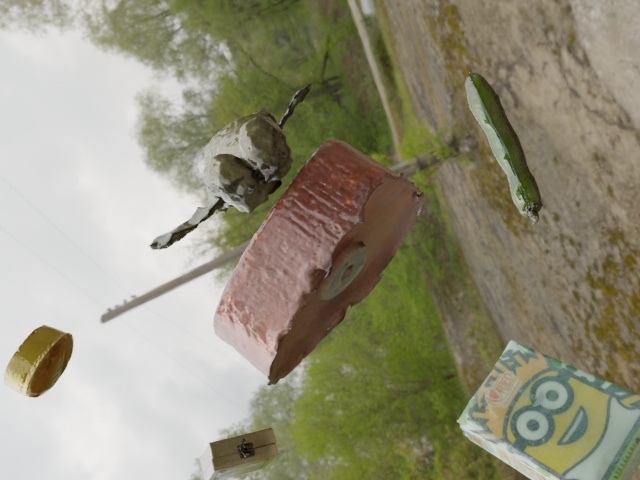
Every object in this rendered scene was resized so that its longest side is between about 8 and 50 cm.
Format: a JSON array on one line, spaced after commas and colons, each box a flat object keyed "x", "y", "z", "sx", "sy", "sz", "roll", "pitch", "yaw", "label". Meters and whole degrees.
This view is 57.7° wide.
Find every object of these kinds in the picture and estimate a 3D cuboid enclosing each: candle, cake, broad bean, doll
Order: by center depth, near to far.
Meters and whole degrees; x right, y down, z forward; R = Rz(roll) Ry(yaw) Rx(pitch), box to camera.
[{"x": -0.062, "y": -0.078, "z": 0.535, "sx": 0.091, "sy": 0.202, "sz": 0.286, "roll": 28, "pitch": 157, "yaw": -12, "label": "doll"}, {"x": -0.319, "y": 0.139, "z": 0.665, "sx": 0.044, "sy": 0.084, "sz": 0.084, "roll": 25, "pitch": -171, "yaw": -2, "label": "cake"}, {"x": 0.000, "y": 0.000, "z": 0.701, "sx": 0.131, "sy": 0.317, "sz": 0.287, "roll": 36, "pitch": 147, "yaw": 14, "label": "candle"}, {"x": 0.275, "y": -0.142, "z": 0.869, "sx": 0.065, "sy": 0.047, "sz": 0.254, "roll": -6, "pitch": -108, "yaw": -57, "label": "broad bean"}]

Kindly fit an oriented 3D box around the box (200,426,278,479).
[{"x": -0.100, "y": 0.261, "z": 0.702, "sx": 0.083, "sy": 0.080, "sz": 0.035, "roll": 119, "pitch": 138, "yaw": -51, "label": "box"}]

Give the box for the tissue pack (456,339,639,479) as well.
[{"x": 0.466, "y": 0.366, "z": 1.157, "sx": 0.311, "sy": 0.228, "sz": 0.128, "roll": 23, "pitch": 156, "yaw": 43, "label": "tissue pack"}]
